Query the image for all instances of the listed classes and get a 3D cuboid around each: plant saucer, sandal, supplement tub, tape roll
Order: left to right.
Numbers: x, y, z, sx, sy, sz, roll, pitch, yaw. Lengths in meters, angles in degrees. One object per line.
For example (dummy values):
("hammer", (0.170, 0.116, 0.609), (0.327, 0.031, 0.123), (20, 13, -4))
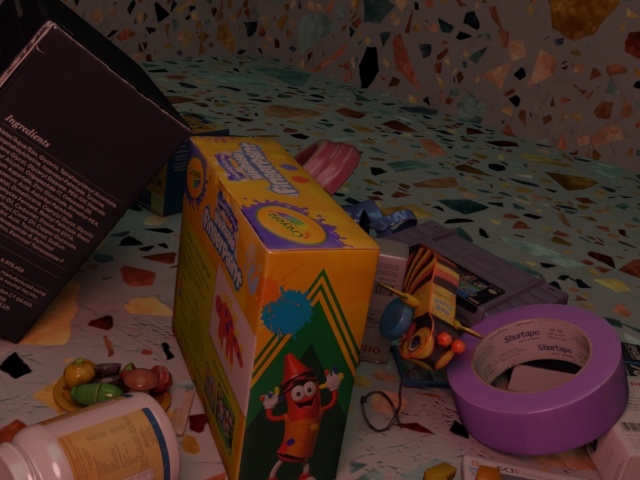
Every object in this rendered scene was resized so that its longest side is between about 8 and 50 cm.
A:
("supplement tub", (-0.287, 0.278, 0.970), (0.199, 0.144, 0.144), (-13, 31, -42))
("plant saucer", (-0.060, -0.116, 1.788), (0.084, 0.332, 0.332), (49, 18, -14))
("sandal", (0.095, -0.035, 1.829), (0.317, 0.138, 0.126), (21, -9, 17))
("tape roll", (0.346, 0.216, 1.288), (0.274, 0.090, 0.275), (-16, 25, 8))

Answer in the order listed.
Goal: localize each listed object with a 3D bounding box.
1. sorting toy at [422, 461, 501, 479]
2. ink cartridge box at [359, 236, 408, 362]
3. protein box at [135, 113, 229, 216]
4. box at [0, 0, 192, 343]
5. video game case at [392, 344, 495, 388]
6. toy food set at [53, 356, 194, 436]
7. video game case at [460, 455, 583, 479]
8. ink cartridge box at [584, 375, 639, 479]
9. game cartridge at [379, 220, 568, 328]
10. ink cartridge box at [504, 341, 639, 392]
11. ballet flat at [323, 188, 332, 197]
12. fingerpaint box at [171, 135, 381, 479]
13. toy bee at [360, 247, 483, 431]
("sorting toy", (0.163, 0.381, 0.984), (0.229, 0.041, 0.307), (9, 31, 0))
("ink cartridge box", (0.067, 0.101, 1.443), (0.153, 0.208, 0.087), (11, 20, 3))
("protein box", (-0.349, -0.190, 1.971), (0.136, 0.201, 0.199), (25, 27, 34))
("box", (-0.532, -0.166, 1.418), (0.297, 0.472, 0.480), (36, 7, -34))
("video game case", (0.220, 0.230, 1.443), (0.166, 0.015, 0.119), (6, 24, -8))
("toy food set", (-0.295, 0.214, 1.213), (0.217, 0.071, 0.128), (11, 23, 4))
("video game case", (0.289, 0.382, 1.104), (0.183, 0.023, 0.201), (10, 23, 3))
("ink cartridge box", (0.507, 0.310, 1.263), (0.160, 0.093, 0.219), (7, 23, -6))
("game cartridge", (0.286, 0.071, 1.599), (0.355, 0.068, 0.230), (32, 30, 35))
("ink cartridge box", (0.504, 0.239, 1.474), (0.332, 0.065, 0.165), (11, 22, 1))
("ballet flat", (0.000, 0.000, 1.579), (0.123, 0.348, 0.123), (5, 68, -12))
("fingerpaint box", (-0.093, 0.084, 1.213), (0.163, 0.371, 0.445), (-1, 24, -22))
("toy bee", (0.179, 0.143, 1.256), (0.195, 0.298, 0.162), (7, -19, -29))
